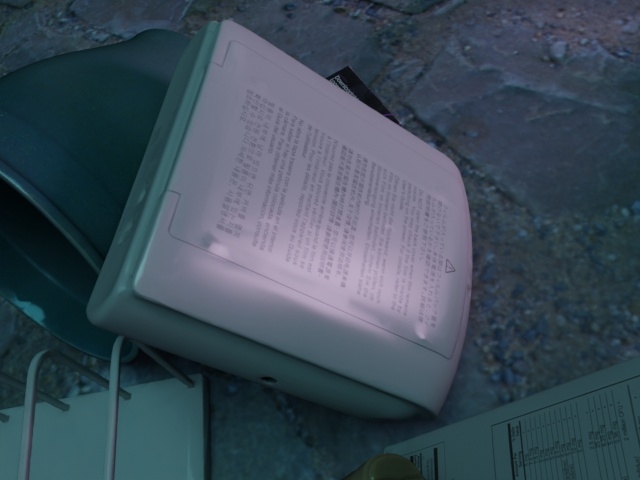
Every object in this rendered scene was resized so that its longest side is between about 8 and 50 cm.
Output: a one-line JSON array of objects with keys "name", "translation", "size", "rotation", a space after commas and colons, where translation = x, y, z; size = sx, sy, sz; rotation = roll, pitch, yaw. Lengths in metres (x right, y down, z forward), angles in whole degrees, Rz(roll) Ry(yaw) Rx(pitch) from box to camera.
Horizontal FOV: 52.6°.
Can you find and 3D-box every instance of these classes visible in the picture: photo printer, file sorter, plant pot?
[{"name": "photo printer", "translation": [0.000, 0.000, 0.533], "size": [0.107, 0.307, 0.256], "rotation": [-26, 46, 51]}, {"name": "file sorter", "translation": [-0.248, 0.201, 0.523], "size": [0.277, 0.173, 0.193], "rotation": [-11, 58, 6]}, {"name": "plant pot", "translation": [-0.200, -0.066, 0.631], "size": [0.271, 0.272, 0.255], "rotation": [22, 53, 24]}]

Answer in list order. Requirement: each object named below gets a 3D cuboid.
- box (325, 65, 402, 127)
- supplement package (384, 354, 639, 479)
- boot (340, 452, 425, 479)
[{"name": "box", "translation": [-0.004, -0.122, 0.741], "size": [0.162, 0.029, 0.116], "rotation": [-31, 59, -4]}, {"name": "supplement package", "translation": [0.188, 0.189, 0.334], "size": [0.199, 0.262, 0.198], "rotation": [16, 56, -24]}, {"name": "boot", "translation": [0.027, 0.258, 0.322], "size": [0.090, 0.207, 0.248], "rotation": [8, 40, -17]}]
